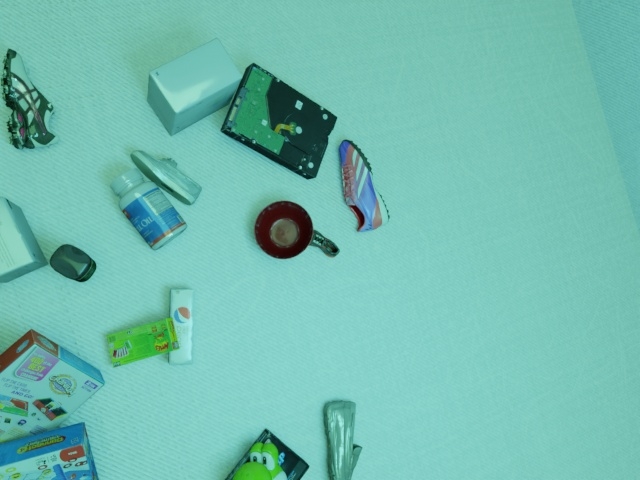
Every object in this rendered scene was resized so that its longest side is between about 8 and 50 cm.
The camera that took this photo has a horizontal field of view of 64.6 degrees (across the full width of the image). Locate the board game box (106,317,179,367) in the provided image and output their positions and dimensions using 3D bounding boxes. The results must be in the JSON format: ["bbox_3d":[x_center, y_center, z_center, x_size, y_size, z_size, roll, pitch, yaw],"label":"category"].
[{"bbox_3d":[-0.494,0.284,1.412,0.181,0.043,0.092,-16,83,6],"label":"board game box"}]

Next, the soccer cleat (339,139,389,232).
[{"bbox_3d":[0.120,-0.182,1.698,0.116,0.108,0.318,-25,95,-16],"label":"soccer cleat"}]

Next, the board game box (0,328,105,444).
[{"bbox_3d":[-0.744,0.400,1.252,0.316,0.064,0.242,-42,134,-10],"label":"board game box"}]

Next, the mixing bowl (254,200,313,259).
[{"bbox_3d":[-0.114,-0.029,1.586,0.181,0.098,0.181,0,85,-3],"label":"mixing bowl"}]

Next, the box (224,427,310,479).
[{"bbox_3d":[-0.166,0.709,1.516,0.175,0.051,0.220,45,72,-10],"label":"box"}]

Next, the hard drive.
[{"bbox_3d":[-0.125,-0.372,1.616,0.339,0.064,0.237,25,76,-30],"label":"hard drive"}]

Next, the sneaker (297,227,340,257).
[{"bbox_3d":[0.000,0.000,1.651,0.158,0.065,0.061,29,75,-14],"label":"sneaker"}]

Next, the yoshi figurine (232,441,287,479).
[{"bbox_3d":[-0.167,0.753,1.385,0.203,0.203,0.362,-6,83,-13],"label":"yoshi figurine"}]

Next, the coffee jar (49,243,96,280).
[{"bbox_3d":[-0.656,0.062,1.349,0.096,0.184,0.079,35,74,-13],"label":"coffee jar"}]

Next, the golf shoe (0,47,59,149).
[{"bbox_3d":[-0.812,-0.388,1.406,0.120,0.105,0.273,-10,93,-36],"label":"golf shoe"}]

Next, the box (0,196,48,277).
[{"bbox_3d":[-0.813,0.004,1.303,0.119,0.182,0.181,-26,92,-18],"label":"box"}]

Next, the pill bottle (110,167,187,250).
[{"bbox_3d":[-0.497,-0.091,1.456,0.124,0.124,0.221,-39,96,-19],"label":"pill bottle"}]

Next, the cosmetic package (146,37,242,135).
[{"bbox_3d":[-0.374,-0.444,1.487,0.224,0.225,0.138,-36,96,-19],"label":"cosmetic package"}]

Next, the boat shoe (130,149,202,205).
[{"bbox_3d":[-0.456,-0.201,1.515,0.227,0.079,0.081,40,63,-16],"label":"boat shoe"}]

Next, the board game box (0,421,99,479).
[{"bbox_3d":[-0.717,0.634,1.247,0.308,0.086,0.302,-11,114,-20],"label":"board game box"}]

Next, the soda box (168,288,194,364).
[{"bbox_3d":[-0.405,0.249,1.474,0.069,0.074,0.216,1,83,-19],"label":"soda box"}]

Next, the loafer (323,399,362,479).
[{"bbox_3d":[0.079,0.664,1.577,0.111,0.112,0.319,-3,84,-11],"label":"loafer"}]
